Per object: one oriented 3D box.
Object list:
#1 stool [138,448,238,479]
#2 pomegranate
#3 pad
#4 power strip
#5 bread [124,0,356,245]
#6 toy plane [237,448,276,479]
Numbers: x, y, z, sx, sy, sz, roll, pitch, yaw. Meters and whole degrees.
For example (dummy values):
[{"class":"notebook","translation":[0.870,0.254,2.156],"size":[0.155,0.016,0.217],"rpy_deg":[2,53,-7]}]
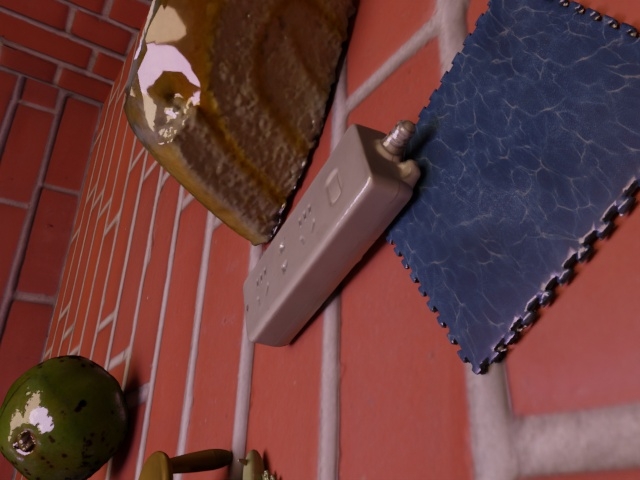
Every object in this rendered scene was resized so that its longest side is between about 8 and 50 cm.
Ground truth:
[{"class":"stool","translation":[-0.161,0.321,0.719],"size":[0.134,0.110,0.135],"rpy_deg":[-44,39,39]},{"class":"pomegranate","translation":[-0.508,0.357,1.191],"size":[0.254,0.254,0.270],"rpy_deg":[-62,-12,20]},{"class":"pad","translation":[0.146,-0.069,0.492],"size":[0.269,0.012,0.269],"rpy_deg":[-60,31,23]},{"class":"power strip","translation":[0.000,0.000,0.649],"size":[0.338,0.058,0.098],"rpy_deg":[-53,33,36]},{"class":"bread","translation":[-0.145,-0.216,0.829],"size":[0.239,0.264,0.395],"rpy_deg":[19,90,57]},{"class":"toy plane","translation":[-0.075,0.289,0.660],"size":[0.102,0.040,0.111],"rpy_deg":[-34,46,23]}]
